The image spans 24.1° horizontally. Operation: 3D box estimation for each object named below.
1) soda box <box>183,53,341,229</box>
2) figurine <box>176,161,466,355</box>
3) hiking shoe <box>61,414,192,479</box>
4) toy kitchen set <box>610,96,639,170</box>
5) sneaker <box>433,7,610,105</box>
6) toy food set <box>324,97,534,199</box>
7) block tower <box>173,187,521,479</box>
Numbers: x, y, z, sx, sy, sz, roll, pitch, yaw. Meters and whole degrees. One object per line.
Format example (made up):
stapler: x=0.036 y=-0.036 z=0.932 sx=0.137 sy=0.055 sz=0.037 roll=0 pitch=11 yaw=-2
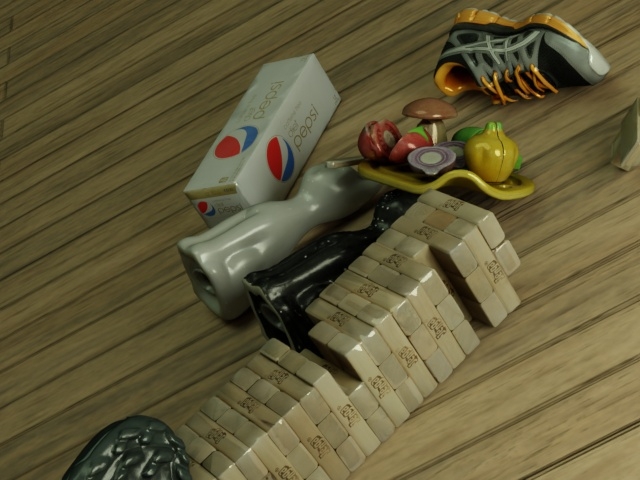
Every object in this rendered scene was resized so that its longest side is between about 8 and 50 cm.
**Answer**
soda box: x=-0.058 y=-0.102 z=1.585 sx=0.074 sy=0.069 sz=0.216 roll=-8 pitch=40 yaw=36
figurine: x=0.000 y=0.000 z=1.386 sx=0.209 sy=0.092 sz=0.215 roll=-35 pitch=30 yaw=-20
hiking shoe: x=-0.201 y=0.263 z=1.098 sx=0.132 sy=0.113 sz=0.304 roll=6 pitch=69 yaw=56
toy kitchen set: x=0.296 y=-0.081 z=1.267 sx=0.068 sy=0.075 sz=0.083 roll=-73 pitch=9 yaw=-51
sneaker: x=0.193 y=-0.167 z=1.448 sx=0.083 sy=0.084 sz=0.215 roll=-56 pitch=32 yaw=-12
toy food set: x=0.102 y=-0.089 z=1.361 sx=0.128 sy=0.071 sz=0.218 roll=-7 pitch=16 yaw=-35
block tower: x=0.017 y=0.107 z=1.200 sx=0.335 sy=0.091 sz=0.097 roll=-43 pitch=31 yaw=-14
